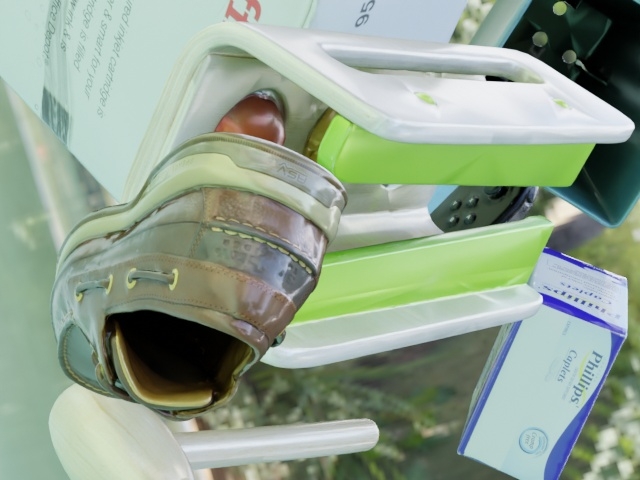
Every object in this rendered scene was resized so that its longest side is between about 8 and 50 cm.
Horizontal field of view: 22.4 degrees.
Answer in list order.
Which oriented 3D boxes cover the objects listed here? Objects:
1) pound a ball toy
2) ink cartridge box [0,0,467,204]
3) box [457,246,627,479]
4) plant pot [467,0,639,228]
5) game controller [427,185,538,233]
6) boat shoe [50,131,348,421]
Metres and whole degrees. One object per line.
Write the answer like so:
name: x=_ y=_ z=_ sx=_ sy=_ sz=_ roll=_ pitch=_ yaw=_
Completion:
pound a ball toy: x=0.000 y=0.000 z=0.793 sx=0.135 sy=0.208 sz=0.319 roll=35 pitch=21 yaw=27
ink cartridge box: x=-0.103 y=-0.206 z=1.061 sx=0.395 sy=0.166 sz=0.285 roll=46 pitch=-44 yaw=23
box: x=0.157 y=0.086 z=1.130 sx=0.137 sy=0.072 sz=0.126 roll=-56 pitch=168 yaw=-72
plant pot: x=0.206 y=-0.151 z=1.368 sx=0.165 sy=0.166 sz=0.234 roll=29 pitch=15 yaw=-11
game controller: x=0.086 y=-0.068 z=1.581 sx=0.067 sy=0.166 sz=0.319 roll=53 pitch=-2 yaw=-37
boat shoe: x=-0.051 y=0.024 z=0.506 sx=0.178 sy=0.064 sz=0.060 roll=-37 pitch=-146 yaw=60
